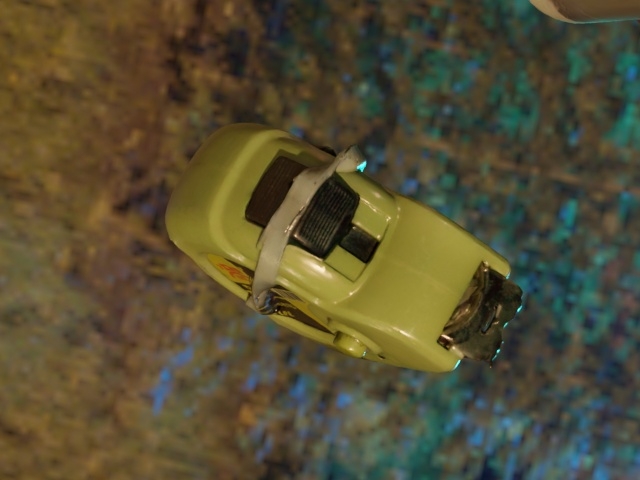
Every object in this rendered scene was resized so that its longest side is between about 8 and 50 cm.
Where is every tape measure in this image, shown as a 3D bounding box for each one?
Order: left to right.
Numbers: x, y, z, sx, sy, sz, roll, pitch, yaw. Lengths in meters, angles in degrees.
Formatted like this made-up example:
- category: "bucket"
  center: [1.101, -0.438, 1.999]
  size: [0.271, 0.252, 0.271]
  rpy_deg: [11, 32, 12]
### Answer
- category: "tape measure"
  center: [0.000, 0.000, 1.154]
  size: [0.106, 0.175, 0.200]
  rpy_deg: [-58, -160, -9]

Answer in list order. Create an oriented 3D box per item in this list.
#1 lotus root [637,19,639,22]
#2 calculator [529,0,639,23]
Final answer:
- category: "lotus root"
  center: [0.253, -0.038, 0.833]
  size: [0.169, 0.343, 0.151]
  rpy_deg: [-53, 174, 3]
- category: "calculator"
  center: [0.115, -0.127, 0.507]
  size: [0.246, 0.045, 0.141]
  rpy_deg: [4, -78, 59]
